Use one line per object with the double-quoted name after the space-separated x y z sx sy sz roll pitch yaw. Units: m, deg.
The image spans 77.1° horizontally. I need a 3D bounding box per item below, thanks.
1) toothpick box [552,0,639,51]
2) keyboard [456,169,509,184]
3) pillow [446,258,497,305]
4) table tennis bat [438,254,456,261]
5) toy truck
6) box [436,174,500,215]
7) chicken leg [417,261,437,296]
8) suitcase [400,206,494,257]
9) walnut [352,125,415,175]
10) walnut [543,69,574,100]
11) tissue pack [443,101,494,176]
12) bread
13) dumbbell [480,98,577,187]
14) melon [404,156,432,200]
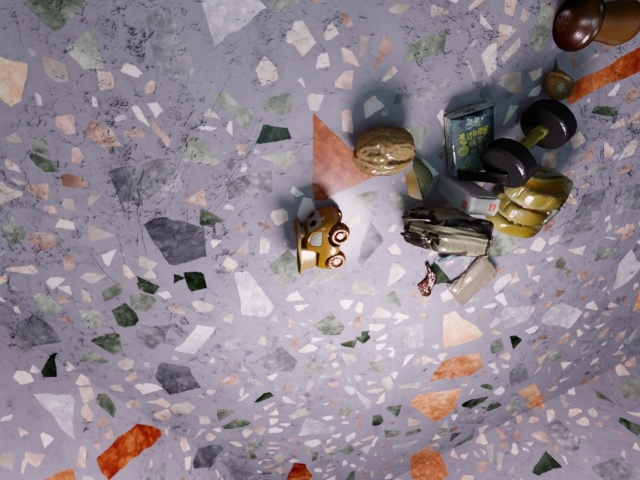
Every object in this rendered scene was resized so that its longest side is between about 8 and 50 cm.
0.979 -0.777 1.428 0.294 0.192 0.192 -8 123 -16 "toothpick box"
0.645 -0.253 1.602 0.010 0.198 0.063 -60 140 -20 "keyboard"
0.772 0.206 2.052 0.173 0.067 0.270 38 106 -24 "pillow"
0.621 0.069 1.880 0.124 0.201 0.033 -21 82 -4 "table tennis bat"
0.000 0.000 1.671 0.212 0.204 0.288 -2 123 -8 "toy truck"
0.597 -0.189 1.649 0.135 0.269 0.079 1 117 -16 "box"
0.541 0.200 2.011 0.093 0.053 0.205 9 116 -1 "chicken leg"
0.499 -0.048 1.671 0.339 0.351 0.194 8 95 -16 "suitcase"
0.244 -0.339 1.527 0.245 0.198 0.198 -3 122 -7 "walnut"
0.926 -0.606 1.566 0.105 0.105 0.124 -43 120 15 "walnut"
0.606 -0.405 1.628 0.185 0.081 0.257 -18 123 -2 "tissue pack"
0.899 -0.141 1.749 0.301 0.210 0.341 -2 138 -33 "bread"
0.810 -0.378 1.569 0.322 0.204 0.203 -43 122 -9 "dumbbell"
0.411 -0.271 1.680 0.140 0.093 0.202 -20 96 -32 "melon"
